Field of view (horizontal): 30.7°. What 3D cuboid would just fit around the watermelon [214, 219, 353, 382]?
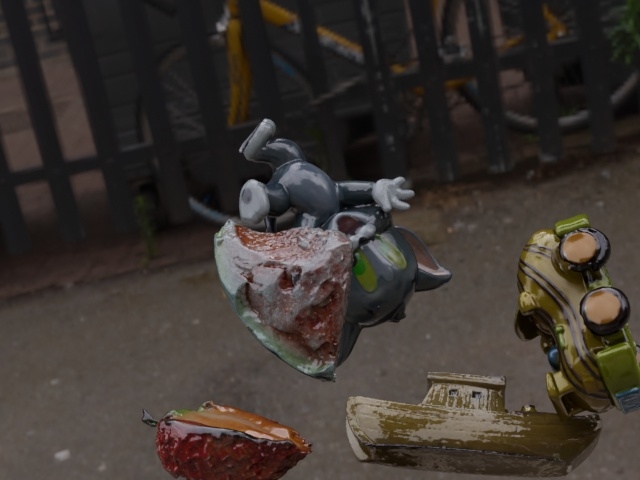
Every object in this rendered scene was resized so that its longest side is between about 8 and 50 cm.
[{"bbox_3d":[-0.030,0.037,1.048,0.139,0.187,0.071,-47,-18,25],"label":"watermelon"}]

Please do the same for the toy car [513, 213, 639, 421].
[{"bbox_3d":[0.307,0.097,1.418,0.142,0.200,0.248,-20,54,12],"label":"toy car"}]

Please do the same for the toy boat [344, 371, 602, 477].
[{"bbox_3d":[0.189,0.229,1.466,0.321,0.089,0.121,2,50,7],"label":"toy boat"}]

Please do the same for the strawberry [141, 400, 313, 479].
[{"bbox_3d":[-0.111,0.238,1.325,0.192,0.085,0.140,8,3,-8],"label":"strawberry"}]

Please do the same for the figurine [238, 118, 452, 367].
[{"bbox_3d":[-0.004,-0.001,1.269,0.265,0.140,0.193,39,66,12],"label":"figurine"}]
